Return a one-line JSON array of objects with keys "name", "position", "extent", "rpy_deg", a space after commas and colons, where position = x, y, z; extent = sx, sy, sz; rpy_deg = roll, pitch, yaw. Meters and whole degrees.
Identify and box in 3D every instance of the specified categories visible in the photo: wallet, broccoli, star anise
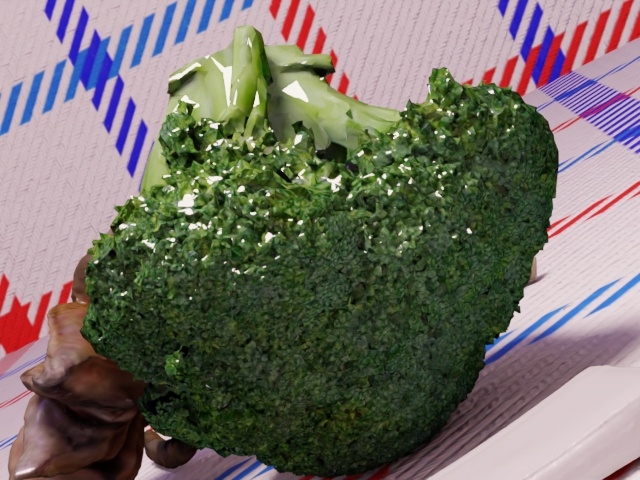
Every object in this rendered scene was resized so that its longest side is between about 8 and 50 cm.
[{"name": "wallet", "position": [0.091, 0.115, 0.805], "extent": [0.190, 0.033, 0.095], "rpy_deg": [-30, 9, -17]}, {"name": "broccoli", "position": [0.000, 0.000, 1.005], "extent": [0.308, 0.275, 0.308], "rpy_deg": [-12, -24, -6]}, {"name": "star anise", "position": [-0.131, 0.096, 1.167], "extent": [0.292, 0.109, 0.349], "rpy_deg": [-42, -23, -47]}]

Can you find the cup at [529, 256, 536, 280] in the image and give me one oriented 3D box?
[{"name": "cup", "position": [0.111, 0.015, 1.321], "extent": [0.102, 0.074, 0.099], "rpy_deg": [-27, 6, -2]}]
